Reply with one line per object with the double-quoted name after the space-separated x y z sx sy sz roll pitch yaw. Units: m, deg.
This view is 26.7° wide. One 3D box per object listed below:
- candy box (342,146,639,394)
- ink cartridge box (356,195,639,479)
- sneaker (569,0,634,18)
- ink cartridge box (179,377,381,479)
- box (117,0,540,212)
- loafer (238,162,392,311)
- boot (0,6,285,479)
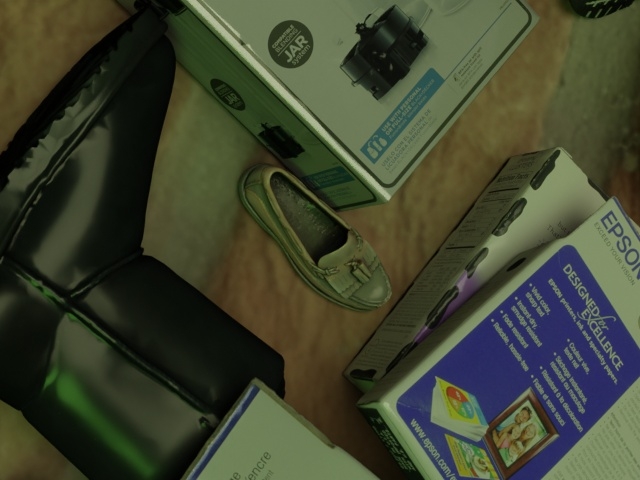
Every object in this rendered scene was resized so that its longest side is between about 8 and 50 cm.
0.141 0.065 0.886 0.165 0.070 0.196 43 75 -14 "candy box"
0.154 0.114 0.824 0.208 0.045 0.206 -38 103 -21 "ink cartridge box"
0.215 -0.189 0.948 0.109 0.040 0.043 -21 79 -24 "sneaker"
-0.031 0.281 0.791 0.307 0.072 0.303 42 76 -23 "ink cartridge box"
-0.026 -0.174 0.824 0.290 0.087 0.169 45 73 -13 "box"
0.000 0.000 0.851 0.125 0.039 0.045 44 73 -14 "loafer"
-0.101 0.018 0.785 0.207 0.094 0.246 39 68 -21 "boot"
